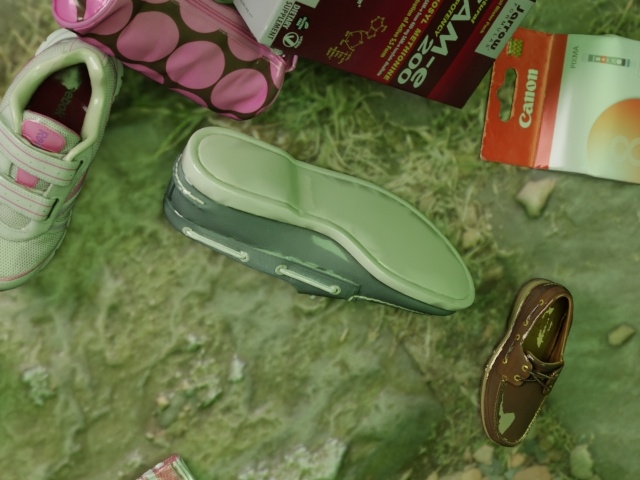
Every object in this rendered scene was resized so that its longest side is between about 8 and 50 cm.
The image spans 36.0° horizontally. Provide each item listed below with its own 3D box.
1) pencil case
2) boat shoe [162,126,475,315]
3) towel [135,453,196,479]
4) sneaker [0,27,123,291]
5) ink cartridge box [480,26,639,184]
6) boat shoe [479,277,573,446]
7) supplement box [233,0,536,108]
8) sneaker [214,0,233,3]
[{"bbox_3d":[-0.121,-0.182,0.849,0.209,0.098,0.095,21,71,-43],"label":"pencil case"},{"bbox_3d":[0.000,0.000,0.944,0.320,0.116,0.099,25,131,-19],"label":"boat shoe"},{"bbox_3d":[-0.184,0.313,0.944,0.197,0.029,0.144,-32,100,-6],"label":"towel"},{"bbox_3d":[-0.251,-0.074,0.858,0.103,0.111,0.252,20,90,-13],"label":"sneaker"},{"bbox_3d":[0.262,-0.140,1.002,0.179,0.045,0.145,8,92,-15],"label":"ink cartridge box"},{"bbox_3d":[0.211,0.126,0.998,0.064,0.060,0.177,18,90,-13],"label":"boat shoe"},{"bbox_3d":[0.060,-0.211,0.867,0.240,0.073,0.130,10,125,-37],"label":"supplement box"},{"bbox_3d":[0.001,-0.339,0.901,0.350,0.131,0.148,-23,82,-8],"label":"sneaker"}]
